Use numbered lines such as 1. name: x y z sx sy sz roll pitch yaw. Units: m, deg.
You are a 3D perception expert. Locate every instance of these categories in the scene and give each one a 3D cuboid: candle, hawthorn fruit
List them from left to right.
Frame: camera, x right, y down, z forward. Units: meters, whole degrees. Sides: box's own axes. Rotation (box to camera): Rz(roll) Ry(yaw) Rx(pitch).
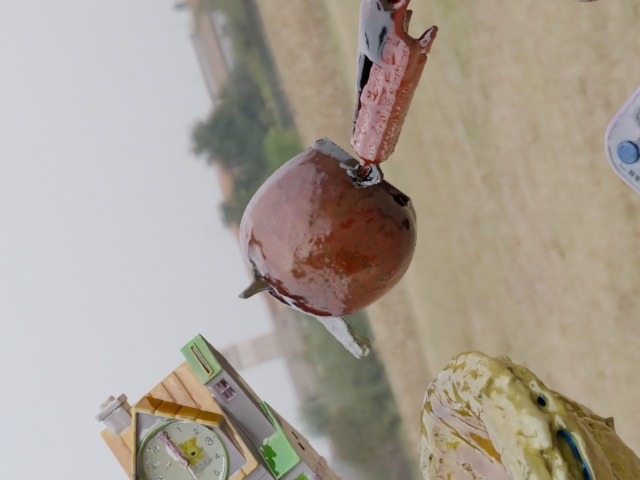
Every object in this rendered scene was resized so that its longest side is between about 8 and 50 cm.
1. hawthorn fruit: 0.000 0.000 1.908 0.215 0.249 0.215 54 169 15
2. candle: 0.062 -0.156 1.605 0.084 0.059 0.302 36 144 18

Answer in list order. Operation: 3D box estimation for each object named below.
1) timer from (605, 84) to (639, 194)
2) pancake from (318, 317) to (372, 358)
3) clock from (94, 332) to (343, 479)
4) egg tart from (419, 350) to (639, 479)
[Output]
1. timer: 0.492 -0.125 1.990 0.208 0.191 0.069 44 -147 11
2. pancake: -0.018 0.070 2.349 0.288 0.033 0.286 49 171 1
3. clock: -0.156 0.303 2.056 0.309 0.235 0.166 49 -174 0
4. egg tart: 0.226 0.292 1.523 0.388 0.169 0.388 169 90 -71
